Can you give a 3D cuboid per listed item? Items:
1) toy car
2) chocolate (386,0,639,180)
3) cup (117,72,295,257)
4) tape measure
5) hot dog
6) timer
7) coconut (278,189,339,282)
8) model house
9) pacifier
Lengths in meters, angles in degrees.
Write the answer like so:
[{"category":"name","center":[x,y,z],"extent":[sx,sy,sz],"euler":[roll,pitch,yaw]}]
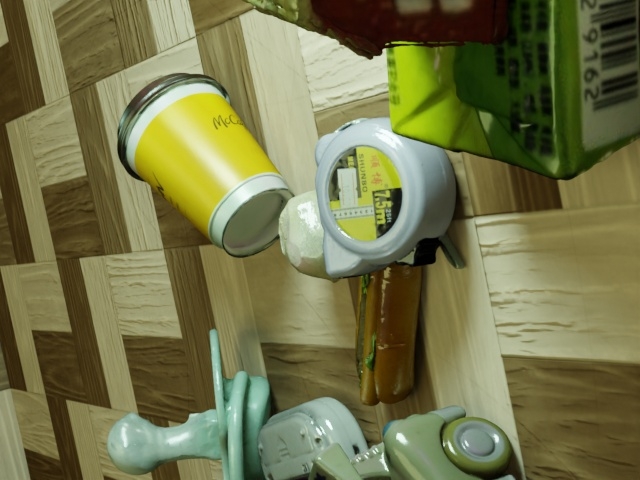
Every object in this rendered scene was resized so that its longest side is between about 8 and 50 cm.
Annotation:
[{"category":"toy car","center":[0.146,0.382,1.580],"extent":[0.336,0.226,0.242],"euler":[56,146,37]},{"category":"chocolate","center":[0.188,-0.233,1.330],"extent":[0.289,0.137,0.300],"euler":[22,119,57]},{"category":"cup","center":[-0.166,-0.111,2.004],"extent":[0.279,0.196,0.196],"euler":[47,141,32]},{"category":"tape measure","center":[0.082,-0.051,1.625],"extent":[0.178,0.105,0.196],"euler":[-2,92,40]},{"category":"hot dog","center":[0.081,0.102,1.746],"extent":[0.100,0.068,0.249],"euler":[37,133,52]},{"category":"timer","center":[-0.001,0.357,1.993],"extent":[0.262,0.087,0.237],"euler":[-33,73,62]},{"category":"coconut","center":[0.000,0.000,1.815],"extent":[0.110,0.110,0.124],"euler":[-46,55,58]},{"category":"model house","center":[0.019,-0.258,1.220],"extent":[0.196,0.254,0.160],"euler":[33,124,51]},{"category":"pacifier","center":[-0.203,0.321,2.152],"extent":[0.288,0.269,0.343],"euler":[-115,17,-72]}]
